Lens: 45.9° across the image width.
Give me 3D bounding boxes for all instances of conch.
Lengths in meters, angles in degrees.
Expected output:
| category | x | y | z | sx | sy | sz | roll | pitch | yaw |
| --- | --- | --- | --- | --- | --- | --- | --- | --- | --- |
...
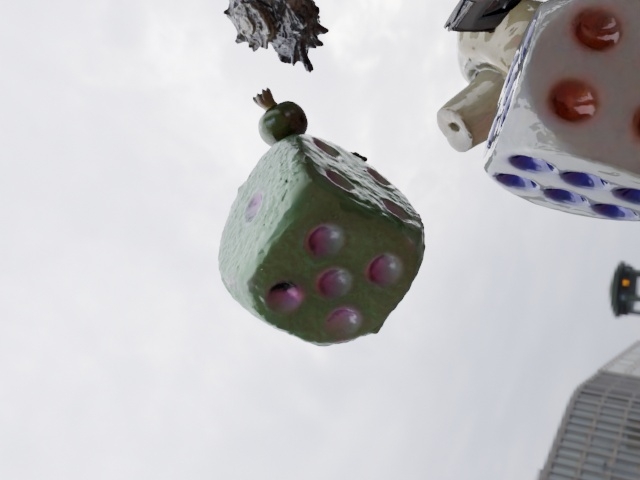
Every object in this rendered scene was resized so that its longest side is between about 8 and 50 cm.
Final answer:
| category | x | y | z | sx | sy | sz | roll | pitch | yaw |
| --- | --- | --- | --- | --- | --- | --- | --- | --- | --- |
| conch | -0.120 | -0.560 | 1.909 | 0.313 | 0.240 | 0.186 | 33 | -142 | -27 |

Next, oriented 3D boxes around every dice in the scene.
| category | x | y | z | sx | sy | sz | roll | pitch | yaw |
| --- | --- | --- | --- | --- | --- | --- | --- | --- | --- |
| dice | 0.000 | 0.000 | 1.541 | 0.330 | 0.322 | 0.318 | 25 | -66 | -26 |
| dice | 0.389 | -0.184 | 1.067 | 0.243 | 0.259 | 0.251 | 71 | -141 | -78 |

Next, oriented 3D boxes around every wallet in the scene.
| category | x | y | z | sx | sy | sz | roll | pitch | yaw |
| --- | --- | --- | --- | --- | --- | --- | --- | --- | --- |
| wallet | 0.327 | -0.458 | 1.336 | 0.170 | 0.069 | 0.231 | -23 | -24 | -41 |

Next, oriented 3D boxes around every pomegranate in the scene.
| category | x | y | z | sx | sy | sz | roll | pitch | yaw |
| --- | --- | --- | --- | --- | --- | --- | --- | --- | --- |
| pomegranate | -0.093 | -0.273 | 1.676 | 0.142 | 0.114 | 0.114 | 56 | -141 | -1 |

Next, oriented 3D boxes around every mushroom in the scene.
| category | x | y | z | sx | sy | sz | roll | pitch | yaw |
| --- | --- | --- | --- | --- | --- | --- | --- | --- | --- |
| mushroom | 0.428 | -0.378 | 1.636 | 0.353 | 0.353 | 0.325 | -61 | -1 | -32 |
